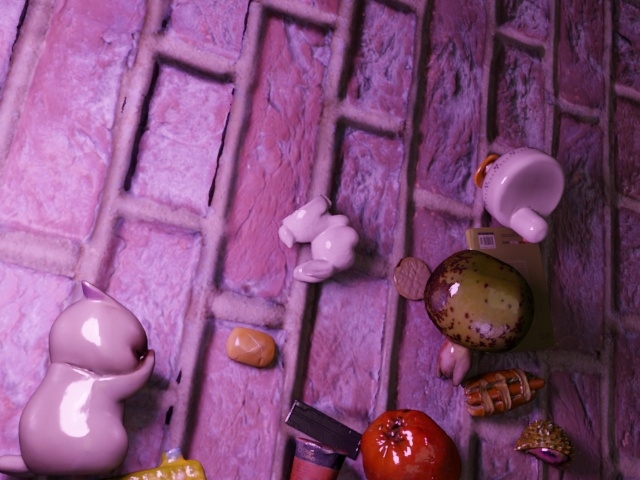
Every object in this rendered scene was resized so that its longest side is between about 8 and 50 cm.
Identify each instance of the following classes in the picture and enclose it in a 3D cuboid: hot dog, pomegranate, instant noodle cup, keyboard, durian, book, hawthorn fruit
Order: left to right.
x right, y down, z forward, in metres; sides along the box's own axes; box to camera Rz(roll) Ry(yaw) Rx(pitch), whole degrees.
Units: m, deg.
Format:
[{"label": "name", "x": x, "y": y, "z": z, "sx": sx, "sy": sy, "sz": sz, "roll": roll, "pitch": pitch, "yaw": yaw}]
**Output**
[{"label": "instant noodle cup", "x": -0.014, "y": 0.517, "z": 1.501, "sx": 0.127, "sy": 0.127, "sz": 0.136, "roll": 21, "pitch": 76, "yaw": -19}, {"label": "keyboard", "x": 0.011, "y": 0.439, "z": 1.588, "sx": 0.198, "sy": 0.010, "sz": 0.064, "roll": 32, "pitch": 67, "yaw": -14}, {"label": "hawthorn fruit", "x": 0.229, "y": 0.526, "z": 1.568, "sx": 0.299, "sy": 0.211, "sz": 0.211, "roll": 48, "pitch": 62, "yaw": -18}, {"label": "pomegranate", "x": 0.376, "y": 0.201, "z": 1.710, "sx": 0.284, "sy": 0.285, "sz": 0.341, "roll": 20, "pitch": 99, "yaw": -19}, {"label": "hot dog", "x": 0.483, "y": 0.395, "z": 1.790, "sx": 0.269, "sy": 0.072, "sz": 0.110, "roll": -6, "pitch": 82, "yaw": -25}, {"label": "book", "x": 0.528, "y": 0.134, "z": 1.901, "sx": 0.239, "sy": 0.035, "sz": 0.353, "roll": 0, "pitch": 77, "yaw": -24}, {"label": "durian", "x": 0.622, "y": 0.532, "z": 1.797, "sx": 0.186, "sy": 0.108, "sz": 0.119, "roll": 27, "pitch": 67, "yaw": -17}]

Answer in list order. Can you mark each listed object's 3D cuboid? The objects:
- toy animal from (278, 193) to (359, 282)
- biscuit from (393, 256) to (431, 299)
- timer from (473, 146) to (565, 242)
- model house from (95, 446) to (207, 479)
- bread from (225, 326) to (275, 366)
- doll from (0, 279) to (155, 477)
[{"label": "toy animal", "x": -0.008, "y": -0.002, "z": 1.630, "sx": 0.178, "sy": 0.127, "sz": 0.193, "roll": -26, "pitch": 89, "yaw": -26}, {"label": "biscuit", "x": 0.241, "y": 0.099, "z": 1.784, "sx": 0.120, "sy": 0.015, "sz": 0.120, "roll": 7, "pitch": 74, "yaw": -24}, {"label": "timer", "x": 0.569, "y": -0.132, "z": 1.876, "sx": 0.233, "sy": 0.240, "sz": 0.234, "roll": -10, "pitch": 122, "yaw": -16}, {"label": "model house", "x": -0.322, "y": 0.563, "z": 1.293, "sx": 0.237, "sy": 0.215, "sz": 0.304, "roll": -5, "pitch": 73, "yaw": -26}, {"label": "bread", "x": -0.154, "y": 0.240, "z": 1.536, "sx": 0.115, "sy": 0.056, "sz": 0.082, "roll": 22, "pitch": 69, "yaw": -19}, {"label": "doll", "x": -0.442, "y": 0.289, "z": 1.301, "sx": 0.225, "sy": 0.215, "sz": 0.371, "roll": 19, "pitch": 71, "yaw": -3}]
